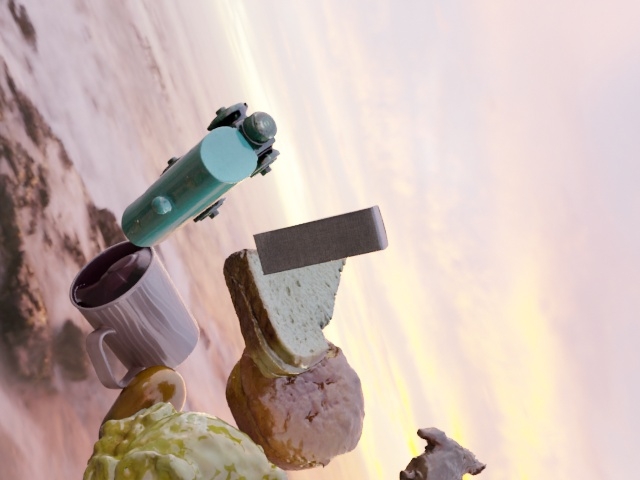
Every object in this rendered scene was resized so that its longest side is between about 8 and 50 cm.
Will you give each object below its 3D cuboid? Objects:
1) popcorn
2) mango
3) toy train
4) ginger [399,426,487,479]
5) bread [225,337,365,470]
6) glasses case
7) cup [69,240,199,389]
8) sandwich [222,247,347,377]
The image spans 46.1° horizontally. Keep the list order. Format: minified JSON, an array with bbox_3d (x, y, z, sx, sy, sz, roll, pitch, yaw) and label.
[{"bbox_3d":[-0.202,0.404,1.117,0.312,0.312,0.312,161,-90,-87],"label":"popcorn"},{"bbox_3d":[-0.389,0.377,1.653,0.120,0.221,0.151,28,-14,35],"label":"mango"},{"bbox_3d":[-0.155,-0.075,0.939,0.101,0.248,0.159,52,43,-7],"label":"toy train"},{"bbox_3d":[0.096,0.374,0.951,0.122,0.290,0.084,44,-16,-21],"label":"ginger"},{"bbox_3d":[-0.051,0.326,1.570,0.172,0.312,0.312,-42,-121,42],"label":"bread"},{"bbox_3d":[0.000,0.000,1.177,0.047,0.205,0.070,-28,104,-68],"label":"glasses case"},{"bbox_3d":[-0.422,0.180,1.729,0.288,0.208,0.273,-110,177,-54],"label":"cup"},{"bbox_3d":[-0.038,0.123,1.470,0.100,0.288,0.254,-35,-105,41],"label":"sandwich"}]
